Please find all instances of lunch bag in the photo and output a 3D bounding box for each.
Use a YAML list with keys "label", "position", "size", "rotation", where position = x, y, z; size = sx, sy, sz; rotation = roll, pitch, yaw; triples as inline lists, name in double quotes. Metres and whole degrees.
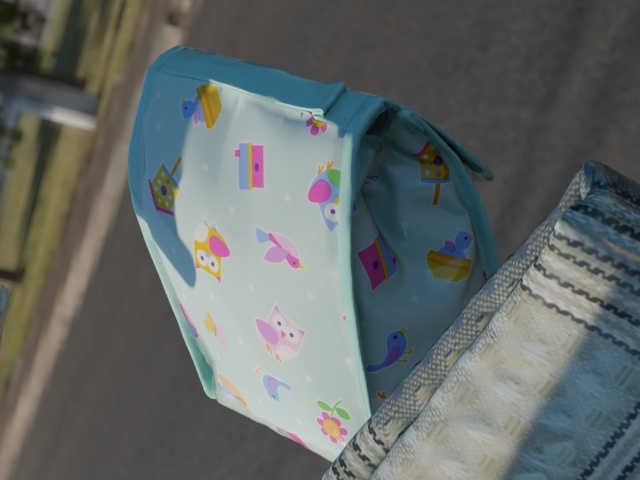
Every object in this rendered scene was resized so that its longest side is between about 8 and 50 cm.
- label: "lunch bag"
  position: [0.000, 0.000, 1.251]
  size: [0.223, 0.160, 0.262]
  rotation: [21, 136, 47]

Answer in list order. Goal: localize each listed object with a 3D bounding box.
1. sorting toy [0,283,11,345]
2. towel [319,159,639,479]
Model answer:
- label: "sorting toy"
  position: [-0.306, 0.107, 1.334]
  size: [0.038, 0.193, 0.208]
  rotation: [-9, -66, -59]
- label: "towel"
  position: [0.121, 0.169, 0.599]
  size: [0.324, 0.312, 0.056]
  rotation: [-55, 3, 37]
